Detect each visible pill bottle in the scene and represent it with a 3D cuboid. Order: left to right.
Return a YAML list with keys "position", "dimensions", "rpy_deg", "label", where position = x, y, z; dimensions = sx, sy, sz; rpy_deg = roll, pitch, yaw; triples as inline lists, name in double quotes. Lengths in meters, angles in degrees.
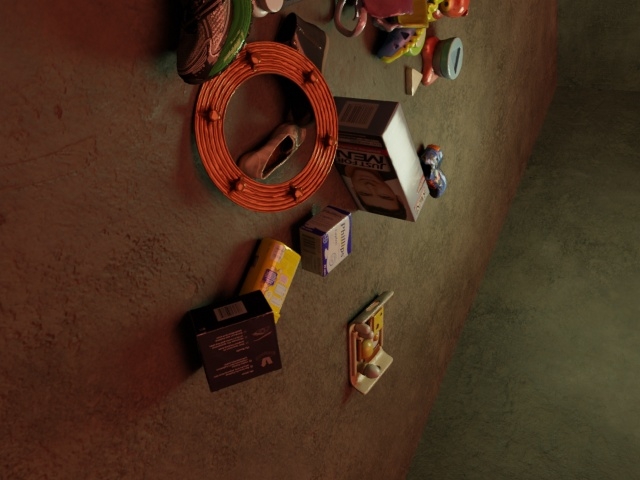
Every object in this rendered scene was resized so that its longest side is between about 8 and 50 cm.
- position: [-0.126, -0.424, 0.908]
  dimensions: [0.067, 0.120, 0.067]
  rpy_deg: [-31, 129, -49]
  label: "pill bottle"

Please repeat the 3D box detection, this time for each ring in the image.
- position: [-0.089, -0.220, 1.038]
  dimensions: [0.337, 0.032, 0.336]
  rpy_deg: [-8, 104, -36]
  label: "ring"

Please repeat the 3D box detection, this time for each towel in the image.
- position: [0.228, -0.674, 1.354]
  dimensions: [0.102, 0.021, 0.237]
  rpy_deg: [-7, 94, -17]
  label: "towel"

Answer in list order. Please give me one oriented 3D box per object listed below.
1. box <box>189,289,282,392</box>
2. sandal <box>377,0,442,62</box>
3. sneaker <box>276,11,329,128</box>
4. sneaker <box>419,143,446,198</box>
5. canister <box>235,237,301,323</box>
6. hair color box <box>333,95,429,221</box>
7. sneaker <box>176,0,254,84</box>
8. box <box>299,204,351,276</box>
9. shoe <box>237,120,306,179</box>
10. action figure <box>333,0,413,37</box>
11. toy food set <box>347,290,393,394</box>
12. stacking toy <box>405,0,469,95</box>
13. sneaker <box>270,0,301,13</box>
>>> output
- position: [-0.174, 0.206, 1.078]
  dimensions: [0.156, 0.093, 0.158]
  rpy_deg: [-15, 121, -17]
  label: "box"
- position: [0.235, -0.631, 1.430]
  dimensions: [0.138, 0.126, 0.317]
  rpy_deg: [33, 80, -20]
  label: "sandal"
- position: [-0.052, -0.359, 1.111]
  dimensions: [0.118, 0.083, 0.221]
  rpy_deg: [9, 86, -54]
  label: "sneaker"
- position: [0.395, -0.239, 1.889]
  dimensions: [0.087, 0.083, 0.221]
  rpy_deg: [-41, 132, -23]
  label: "sneaker"
- position: [-0.118, 0.092, 1.198]
  dimensions: [0.126, 0.073, 0.169]
  rpy_deg: [41, 67, -56]
  label: "canister"
- position: [0.151, -0.206, 1.388]
  dimensions: [0.113, 0.186, 0.374]
  rpy_deg: [-63, 147, -19]
  label: "hair color box"
- position: [-0.194, -0.417, 0.821]
  dimensions: [0.146, 0.134, 0.343]
  rpy_deg: [4, 91, -52]
  label: "sneaker"
- position: [0.015, 0.000, 1.325]
  dimensions: [0.137, 0.072, 0.126]
  rpy_deg: [-41, 139, -43]
  label: "box"
- position: [-0.089, -0.193, 1.131]
  dimensions: [0.219, 0.058, 0.076]
  rpy_deg: [-47, 139, -38]
  label: "shoe"
- position: [0.120, -0.686, 1.179]
  dimensions: [0.276, 0.248, 0.370]
  rpy_deg: [-24, 129, -20]
  label: "action figure"
- position: [0.191, 0.347, 1.789]
  dimensions: [0.220, 0.093, 0.305]
  rpy_deg: [-35, 132, -46]
  label: "toy food set"
- position: [0.368, -0.613, 1.613]
  dimensions: [0.279, 0.131, 0.308]
  rpy_deg: [-52, 142, -34]
  label: "stacking toy"
- position: [-0.077, -0.495, 1.026]
  dimensions: [0.083, 0.098, 0.223]
  rpy_deg: [58, 27, -15]
  label: "sneaker"
